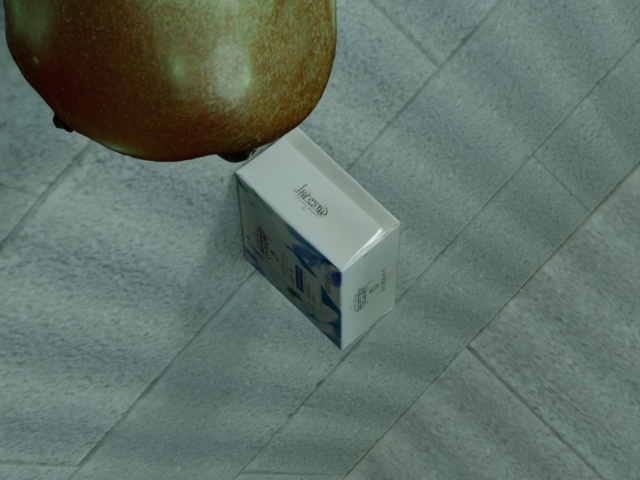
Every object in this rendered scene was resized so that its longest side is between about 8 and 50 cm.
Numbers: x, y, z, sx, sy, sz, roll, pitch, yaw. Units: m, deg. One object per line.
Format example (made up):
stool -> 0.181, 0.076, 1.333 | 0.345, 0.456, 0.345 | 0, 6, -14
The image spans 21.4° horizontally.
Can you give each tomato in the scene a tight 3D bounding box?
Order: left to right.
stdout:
tomato -> -0.122, -0.219, 1.456 | 0.303, 0.303, 0.239 | -31, 142, -35

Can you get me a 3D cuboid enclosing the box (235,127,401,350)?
box -> -0.002, 0.002, 2.290 | 0.116, 0.203, 0.274 | -40, 161, -17
